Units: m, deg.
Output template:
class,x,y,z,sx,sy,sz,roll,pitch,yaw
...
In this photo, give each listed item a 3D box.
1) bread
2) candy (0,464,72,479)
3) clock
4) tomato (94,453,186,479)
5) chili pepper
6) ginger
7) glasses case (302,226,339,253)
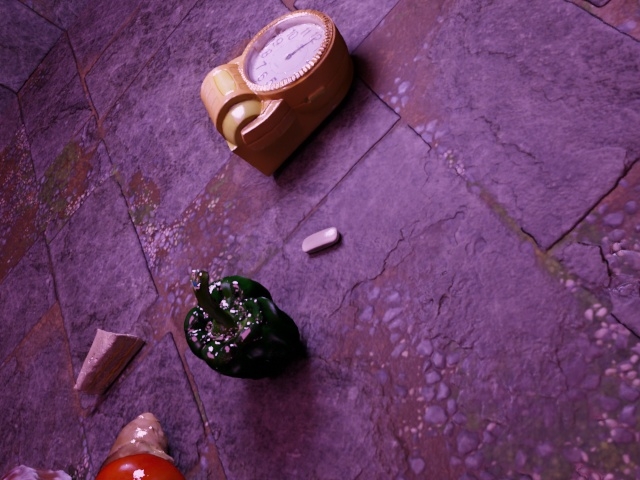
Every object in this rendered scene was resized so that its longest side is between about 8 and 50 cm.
class,x,y,z,sx,sy,sz,roll,pitch,yaw
bread,-0.474,0.278,1.473,0.105,0.077,0.152,3,72,43
candy,-0.643,0.620,1.384,0.214,0.157,0.289,17,80,50
clock,-0.079,-0.327,1.375,0.317,0.200,0.244,-38,51,9
tomato,-0.318,0.468,1.167,0.195,0.136,0.195,9,112,24
chili pepper,-0.153,0.144,1.132,0.165,0.261,0.174,-43,51,10
ginger,-0.371,0.432,1.301,0.193,0.115,0.122,-48,24,21
glasses case,0.000,0.000,1.240,0.083,0.021,0.032,-23,54,32
